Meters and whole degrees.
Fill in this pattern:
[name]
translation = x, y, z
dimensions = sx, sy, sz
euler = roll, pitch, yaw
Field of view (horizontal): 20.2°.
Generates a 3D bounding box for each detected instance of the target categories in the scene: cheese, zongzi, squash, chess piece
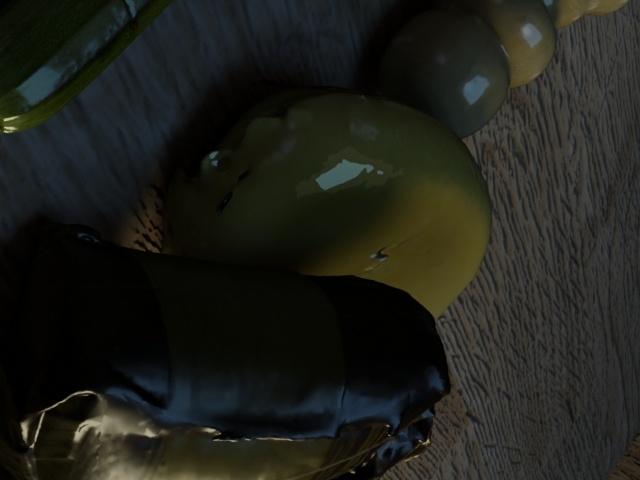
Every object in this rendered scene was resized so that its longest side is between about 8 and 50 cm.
[cheese]
translation = 0.000, 0.000, 1.280
dimensions = 0.259, 0.128, 0.316
euler = -49, 146, -8
[zongzi]
translation = -0.094, 0.151, 1.170
dimensions = 0.289, 0.154, 0.317
euler = 10, 129, -26
[squash]
translation = -0.106, -0.146, 0.960
dimensions = 0.229, 0.066, 0.066
euler = -49, 157, -23
[chess piece]
translation = 0.147, -0.186, 1.396
dimensions = 0.261, 0.142, 0.143
euler = -44, 155, -18
